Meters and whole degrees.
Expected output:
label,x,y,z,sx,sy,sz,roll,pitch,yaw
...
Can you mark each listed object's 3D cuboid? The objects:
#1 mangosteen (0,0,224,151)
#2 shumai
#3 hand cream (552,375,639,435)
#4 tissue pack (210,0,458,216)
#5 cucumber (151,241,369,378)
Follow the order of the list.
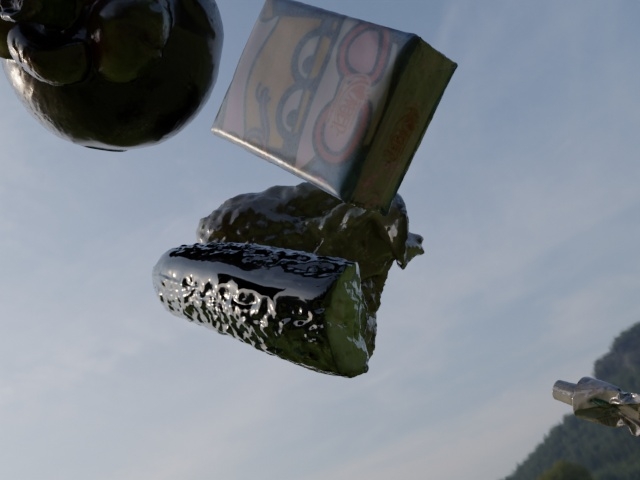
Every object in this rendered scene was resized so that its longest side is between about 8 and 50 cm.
label,x,y,z,sx,sy,sz,roll,pitch,yaw
mangosteen,-0.259,-0.233,0.801,0.288,0.287,0.233,4,-47,-38
shumai,0.000,0.000,0.958,0.262,0.314,0.267,-54,3,33
hand cream,0.387,0.188,0.776,0.257,0.050,0.084,2,-48,37
tissue pack,0.004,-0.099,0.490,0.065,0.155,0.115,13,-75,-49
cucumber,-0.055,0.037,0.505,0.074,0.074,0.241,10,-1,-43
